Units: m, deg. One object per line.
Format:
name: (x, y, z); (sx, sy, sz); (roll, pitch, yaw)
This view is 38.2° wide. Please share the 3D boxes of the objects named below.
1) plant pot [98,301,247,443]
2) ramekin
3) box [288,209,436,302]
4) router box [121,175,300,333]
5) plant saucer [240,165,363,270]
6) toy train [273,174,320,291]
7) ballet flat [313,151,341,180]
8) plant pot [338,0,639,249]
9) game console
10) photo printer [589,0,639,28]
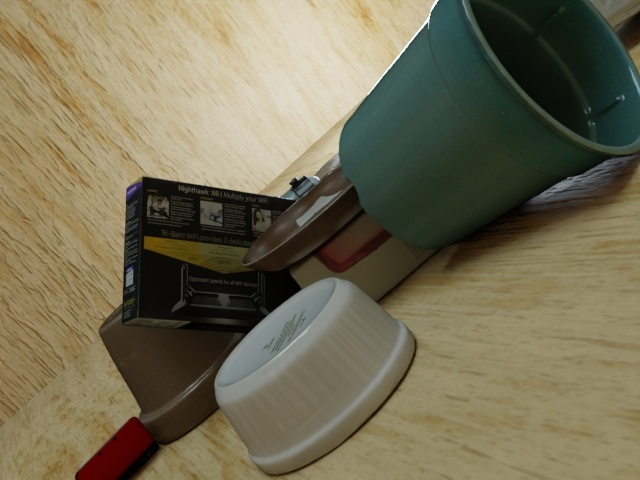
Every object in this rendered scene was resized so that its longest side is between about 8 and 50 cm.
plant pot: (-0.277, 0.199, 1.688); (0.263, 0.229, 0.263); (-40, 11, 9)
ramekin: (-0.019, 0.164, 1.209); (0.273, 0.127, 0.273); (-39, 10, 9)
box: (0.071, 0.014, 1.501); (0.232, 0.127, 0.148); (-40, 11, 0)
router box: (-0.185, 0.033, 1.614); (0.081, 0.308, 0.243); (-24, 63, 56)
plant saucer: (0.001, -0.047, 1.514); (0.310, 0.050, 0.310); (-39, 9, 7)
toy train: (-0.080, 0.026, 1.804); (0.334, 0.190, 0.142); (-41, 11, -2)
ballet flat: (0.007, -0.106, 2.341); (0.316, 0.107, 0.106); (-44, 30, 10)
plant pot: (0.219, -0.172, 1.304); (0.334, 0.341, 0.341); (-43, 7, 42)
game console: (-0.364, 0.384, 1.622); (0.144, 0.085, 0.124); (-45, 12, -24)
photo printer: (0.586, -0.488, 1.708); (0.256, 0.107, 0.307); (-34, 2, 26)
